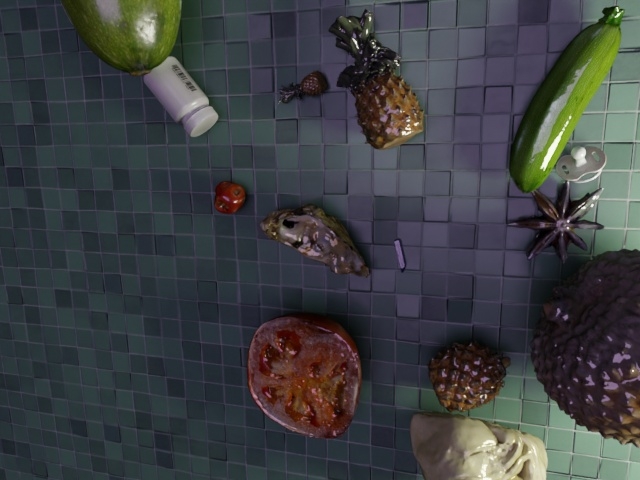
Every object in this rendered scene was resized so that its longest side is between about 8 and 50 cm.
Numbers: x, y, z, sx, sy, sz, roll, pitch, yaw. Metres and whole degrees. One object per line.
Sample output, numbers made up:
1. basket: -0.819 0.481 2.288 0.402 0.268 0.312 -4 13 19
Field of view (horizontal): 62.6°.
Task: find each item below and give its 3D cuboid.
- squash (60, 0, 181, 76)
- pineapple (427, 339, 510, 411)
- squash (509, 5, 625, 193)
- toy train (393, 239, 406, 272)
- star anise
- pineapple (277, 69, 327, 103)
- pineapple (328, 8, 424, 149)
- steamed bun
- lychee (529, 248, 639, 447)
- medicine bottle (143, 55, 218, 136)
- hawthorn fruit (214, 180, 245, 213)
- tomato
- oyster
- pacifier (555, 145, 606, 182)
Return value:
1. squash: -0.450 -0.538 1.175 0.310 0.310 0.309 -19 78 19
2. pineapple: 0.356 0.314 1.243 0.193 0.166 0.166 -23 95 10
3. squash: 0.499 -0.286 1.092 0.107 0.107 0.395 28 108 9
4. toy train: 0.198 0.038 1.297 0.017 0.017 0.083 -13 98 11
5. star anise: 0.519 -0.043 1.161 0.180 0.061 0.204 26 106 17
6. pineapple: -0.046 -0.363 1.270 0.124 0.058 0.058 -14 98 33
7. pineapple: 0.113 -0.358 1.181 0.170 0.141 0.310 -25 86 45
8. steamed bun: 0.365 0.527 1.225 0.276 0.289 0.203 -12 59 51
9. lychee: 0.626 0.213 1.031 0.432 0.380 0.380 28 109 -4
10. medicine bottle: -0.349 -0.360 1.324 0.103 0.103 0.187 -39 89 20
11. hawthorn fruit: -0.238 -0.109 1.354 0.093 0.093 0.093 4 103 16
12. tomato: -0.028 0.326 1.360 0.338 0.143 0.338 5 104 20
13. oyster: -0.001 0.001 1.322 0.294 0.094 0.166 37 128 -5
14. pacifier: 0.552 -0.168 1.114 0.099 0.078 0.081 -23 51 18
